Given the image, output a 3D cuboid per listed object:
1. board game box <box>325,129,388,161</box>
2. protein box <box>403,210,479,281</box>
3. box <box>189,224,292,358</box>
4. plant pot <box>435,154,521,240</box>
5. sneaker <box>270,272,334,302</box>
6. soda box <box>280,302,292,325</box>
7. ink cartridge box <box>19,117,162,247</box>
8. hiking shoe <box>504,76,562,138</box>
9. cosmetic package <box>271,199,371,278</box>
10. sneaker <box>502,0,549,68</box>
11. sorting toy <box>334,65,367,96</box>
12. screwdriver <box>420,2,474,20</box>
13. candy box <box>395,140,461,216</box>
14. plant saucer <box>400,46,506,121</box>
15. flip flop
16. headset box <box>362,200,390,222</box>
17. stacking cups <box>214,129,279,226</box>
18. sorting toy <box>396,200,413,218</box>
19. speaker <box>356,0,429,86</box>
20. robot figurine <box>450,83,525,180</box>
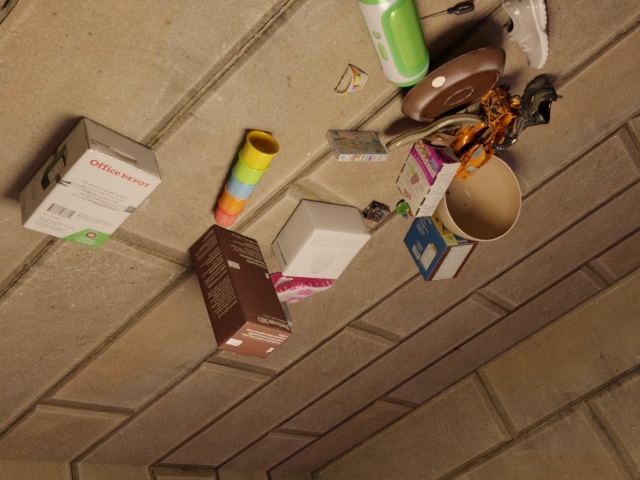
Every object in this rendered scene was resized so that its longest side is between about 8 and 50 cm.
[{"bbox_3d":[0.102,-0.268,1.772,0.154,0.103,0.026,-3,140,-26],"label":"board game box"},{"bbox_3d":[0.424,0.003,2.229,0.135,0.200,0.201,-6,141,-24],"label":"protein box"},{"bbox_3d":[-0.245,0.150,1.877,0.143,0.381,0.191,-41,142,22],"label":"box"},{"bbox_3d":[0.489,-0.131,2.073,0.284,0.284,0.191,-10,178,-19],"label":"plant pot"},{"bbox_3d":[-0.076,0.162,2.250,0.252,0.103,0.111,-6,146,-13],"label":"sneaker"},{"bbox_3d":[-0.231,0.255,2.270,0.091,0.098,0.286,-38,142,21],"label":"soda box"},{"bbox_3d":[-0.566,-0.133,1.547,0.289,0.122,0.211,-40,142,22],"label":"ink cartridge box"},{"bbox_3d":[0.643,-0.383,1.925,0.086,0.114,0.227,-2,140,-27],"label":"hiking shoe"},{"bbox_3d":[0.000,0.000,2.035,0.224,0.138,0.225,7,136,-36],"label":"cosmetic package"},{"bbox_3d":[0.549,-0.566,1.675,0.115,0.105,0.281,-2,154,22],"label":"sneaker"},{"bbox_3d":[0.090,-0.412,1.641,0.075,0.045,0.083,-17,150,-44],"label":"sorting toy"},{"bbox_3d":[0.306,-0.571,1.571,0.169,0.024,0.025,-11,114,-7],"label":"screwdriver"},{"bbox_3d":[0.329,-0.207,1.935,0.071,0.159,0.233,-4,142,-24],"label":"candy box"},{"bbox_3d":[0.367,-0.407,1.693,0.310,0.050,0.310,-24,169,-5],"label":"plant saucer"},{"bbox_3d":[0.326,-0.296,1.797,0.277,0.080,0.112,-19,176,1],"label":"flip flop"},{"bbox_3d":[0.192,-0.095,2.113,0.083,0.032,0.062,17,128,-41],"label":"headset box"},{"bbox_3d":[-0.222,-0.166,1.750,0.096,0.096,0.316,3,142,-33],"label":"stacking cups"},{"bbox_3d":[0.298,-0.109,2.158,0.102,0.042,0.061,16,115,-27],"label":"sorting toy"},{"bbox_3d":[0.175,-0.506,1.485,0.131,0.131,0.296,-27,145,5],"label":"speaker"},{"bbox_3d":[0.477,-0.321,1.843,0.085,0.211,0.291,10,139,-27],"label":"robot figurine"}]
